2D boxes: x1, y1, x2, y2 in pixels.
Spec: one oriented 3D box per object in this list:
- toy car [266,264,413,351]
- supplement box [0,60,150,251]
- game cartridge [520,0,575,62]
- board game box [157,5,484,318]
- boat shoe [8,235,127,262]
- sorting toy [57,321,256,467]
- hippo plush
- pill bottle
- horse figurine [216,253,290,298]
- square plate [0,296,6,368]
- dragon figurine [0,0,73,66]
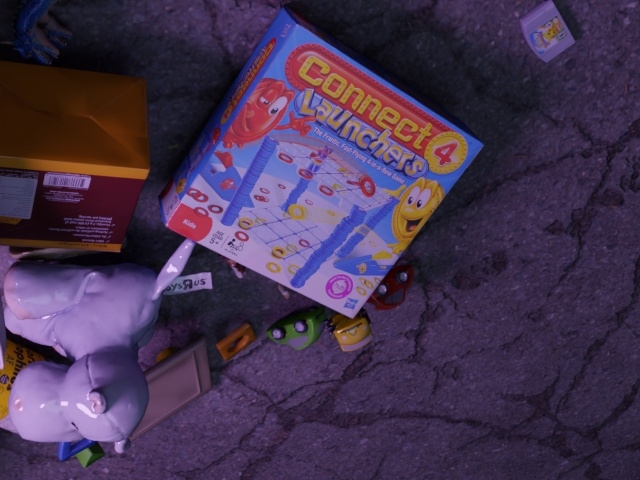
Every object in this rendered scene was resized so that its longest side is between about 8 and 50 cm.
[{"bbox_3d":[0.020,0.123,1.430,0.224,0.239,0.053,-19,101,31],"label":"toy car"},{"bbox_3d":[-0.312,-0.092,1.101,0.191,0.129,0.194,4,150,-21],"label":"supplement box"},{"bbox_3d":[0.304,-0.279,1.270,0.056,0.017,0.083,-33,131,15],"label":"game cartridge"},{"bbox_3d":[0.000,-0.090,1.224,0.308,0.086,0.302,27,109,-26],"label":"board game box"},{"bbox_3d":[-0.338,0.006,1.268,0.152,0.056,0.048,-16,128,-15],"label":"boat shoe"},{"bbox_3d":[-0.252,0.225,1.441,0.347,0.047,0.196,-31,155,-22],"label":"sorting toy"},{"bbox_3d":[-0.287,0.164,1.251,0.294,0.237,0.234,-6,151,3],"label":"hippo plush"},{"bbox_3d":[-0.441,0.214,1.364,0.117,0.118,0.208,-41,129,17],"label":"pill bottle"},{"bbox_3d":[0.000,0.000,1.368,0.263,0.066,0.174,-27,134,8],"label":"horse figurine"},{"bbox_3d":[-0.471,-0.063,1.034,0.049,0.344,0.347,-41,149,-43],"label":"square plate"},{"bbox_3d":[-0.328,-0.311,0.979,0.144,0.085,0.289,-30,133,7],"label":"dragon figurine"}]
